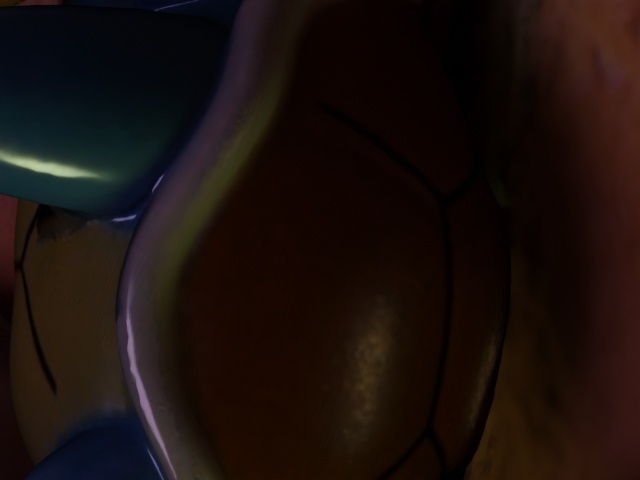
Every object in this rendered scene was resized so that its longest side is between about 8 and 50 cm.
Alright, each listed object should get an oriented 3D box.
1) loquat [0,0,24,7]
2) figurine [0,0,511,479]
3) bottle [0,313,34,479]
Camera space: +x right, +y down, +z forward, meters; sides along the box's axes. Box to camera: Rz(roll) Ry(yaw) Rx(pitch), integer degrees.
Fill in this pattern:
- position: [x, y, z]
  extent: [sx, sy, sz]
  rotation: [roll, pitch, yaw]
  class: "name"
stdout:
- position: [-0.175, -0.195, 0.703]
  extent: [0.235, 0.235, 0.235]
  rotation: [22, 118, 49]
  class: "loquat"
- position: [-0.030, 0.024, 0.590]
  extent: [0.243, 0.298, 0.416]
  rotation: [-27, 79, 19]
  class: "figurine"
- position: [-0.218, 0.083, 0.943]
  extent: [0.253, 0.120, 0.120]
  rotation: [11, 110, 52]
  class: "bottle"
